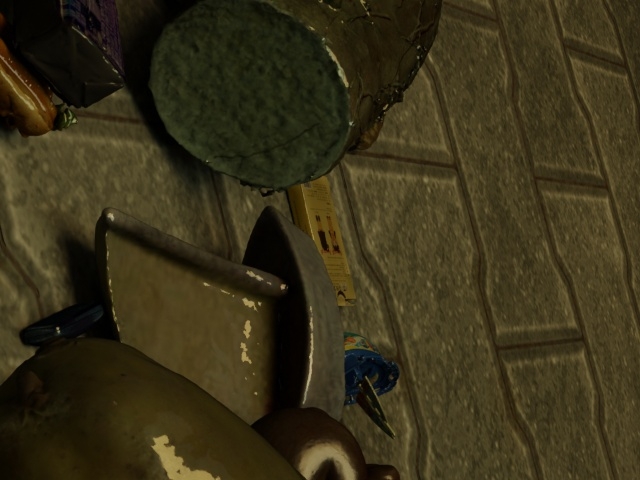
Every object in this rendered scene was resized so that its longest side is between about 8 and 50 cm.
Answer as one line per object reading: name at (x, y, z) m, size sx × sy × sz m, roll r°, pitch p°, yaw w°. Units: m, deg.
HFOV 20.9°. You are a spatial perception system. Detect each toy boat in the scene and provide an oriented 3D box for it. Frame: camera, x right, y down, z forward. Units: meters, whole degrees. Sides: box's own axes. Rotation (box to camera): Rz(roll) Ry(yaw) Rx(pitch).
toy boat at (0.044, 0.158, 1.773) m, size 0.110 × 0.091 × 0.175 m, roll 60°, pitch 16°, yaw 19°
toy boat at (-0.088, 0.107, 1.546) m, size 0.293 × 0.111 × 0.276 m, roll -5°, pitch 83°, yaw -50°

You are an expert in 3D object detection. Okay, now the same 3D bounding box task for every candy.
candy at (-0.219, -0.244, 1.475) m, size 0.088 × 0.061 × 0.312 m, roll 52°, pitch 19°, yaw -43°

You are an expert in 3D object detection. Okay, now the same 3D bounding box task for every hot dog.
hot dog at (-0.266, -0.147, 1.383) m, size 0.188 × 0.055 × 0.072 m, roll 53°, pitch 16°, yaw -40°

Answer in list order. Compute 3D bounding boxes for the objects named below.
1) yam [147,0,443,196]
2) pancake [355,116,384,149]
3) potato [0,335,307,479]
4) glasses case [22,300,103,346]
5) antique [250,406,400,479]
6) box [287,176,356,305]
yam at (-0.020, -0.209, 1.722) m, size 0.241 × 0.241 × 0.348 m, roll 63°, pitch 29°, yaw -19°
pancake at (0.012, -0.218, 2.020) m, size 0.212 × 0.029 × 0.235 m, roll 1°, pitch 73°, yaw -63°
potato at (-0.122, 0.226, 1.235) m, size 0.326 × 0.221 × 0.243 m, roll 39°, pitch 67°, yaw -28°
glasses case at (-0.204, 0.069, 1.396) m, size 0.083 × 0.033 × 0.023 m, roll -32°, pitch 113°, yaw -64°
antique at (-0.041, 0.257, 1.446) m, size 0.143 × 0.121 × 0.257 m, roll 46°, pitch 63°, yaw -28°
box at (0.000, 0.000, 1.866) m, size 0.073 × 0.020 × 0.149 m, roll 7°, pitch 67°, yaw -63°
